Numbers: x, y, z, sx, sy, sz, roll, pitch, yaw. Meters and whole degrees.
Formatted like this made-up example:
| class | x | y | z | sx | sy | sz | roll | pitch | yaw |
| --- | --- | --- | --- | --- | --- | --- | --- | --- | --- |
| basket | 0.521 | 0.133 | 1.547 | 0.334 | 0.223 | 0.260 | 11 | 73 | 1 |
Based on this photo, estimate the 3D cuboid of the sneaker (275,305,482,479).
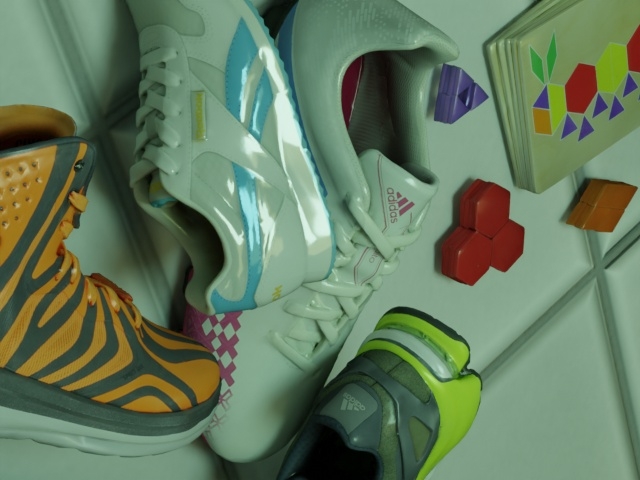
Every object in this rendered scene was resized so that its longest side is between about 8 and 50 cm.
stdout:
| class | x | y | z | sx | sy | sz | roll | pitch | yaw |
| --- | --- | --- | --- | --- | --- | --- | --- | --- | --- |
| sneaker | 0.013 | 0.181 | 1.293 | 0.121 | 0.111 | 0.300 | -32 | 145 | -41 |

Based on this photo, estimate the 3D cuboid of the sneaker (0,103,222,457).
| class | x | y | z | sx | sy | sz | roll | pitch | yaw |
| --- | --- | --- | --- | --- | --- | --- | --- | --- | --- |
| sneaker | -0.147 | 0.020 | 1.075 | 0.321 | 0.125 | 0.180 | 10 | 99 | -57 |

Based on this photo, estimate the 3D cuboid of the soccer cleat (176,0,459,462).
| class | x | y | z | sx | sy | sz | roll | pitch | yaw |
| --- | --- | --- | --- | --- | --- | --- | --- | --- | --- |
| soccer cleat | 0.000 | 0.000 | 1.224 | 0.116 | 0.143 | 0.331 | 1 | 104 | -46 |

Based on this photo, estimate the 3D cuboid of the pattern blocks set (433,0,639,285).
| class | x | y | z | sx | sy | sz | roll | pitch | yaw |
| --- | --- | --- | --- | --- | --- | --- | --- | --- | --- |
| pattern blocks set | 0.201 | -0.130 | 1.469 | 0.325 | 0.026 | 0.285 | -24 | 122 | -38 |

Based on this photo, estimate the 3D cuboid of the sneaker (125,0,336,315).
| class | x | y | z | sx | sy | sz | roll | pitch | yaw |
| --- | --- | --- | --- | --- | --- | --- | --- | --- | --- |
| sneaker | -0.071 | -0.068 | 1.126 | 0.092 | 0.087 | 0.228 | -24 | 94 | -29 |
